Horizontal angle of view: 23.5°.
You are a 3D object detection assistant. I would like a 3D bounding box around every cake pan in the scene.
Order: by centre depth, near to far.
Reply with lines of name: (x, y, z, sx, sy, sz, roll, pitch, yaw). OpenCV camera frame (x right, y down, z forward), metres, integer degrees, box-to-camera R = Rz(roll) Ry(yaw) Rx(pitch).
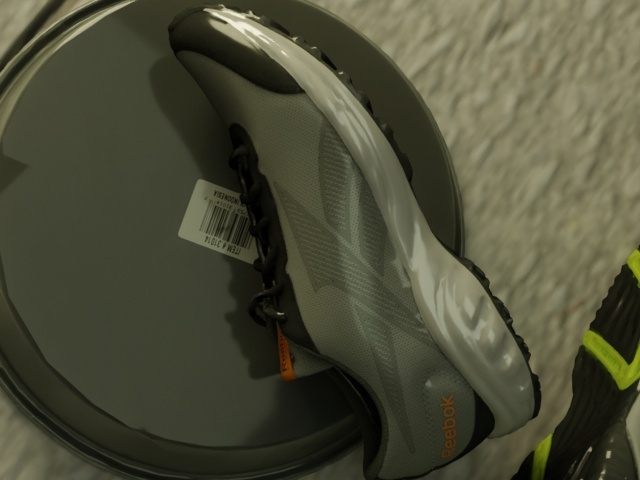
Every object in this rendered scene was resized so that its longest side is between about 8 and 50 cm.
cake pan: (-0.053, -0.010, 0.838, 0.293, 0.054, 0.293, 2, 81, -13)

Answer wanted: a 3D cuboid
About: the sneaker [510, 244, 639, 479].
sneaker: (0.182, 0.149, 0.804, 0.147, 0.145, 0.385, 37, 68, -7)

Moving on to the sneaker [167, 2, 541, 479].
sneaker: (0.000, 0.000, 0.771, 0.108, 0.100, 0.272, -33, 90, -10)
